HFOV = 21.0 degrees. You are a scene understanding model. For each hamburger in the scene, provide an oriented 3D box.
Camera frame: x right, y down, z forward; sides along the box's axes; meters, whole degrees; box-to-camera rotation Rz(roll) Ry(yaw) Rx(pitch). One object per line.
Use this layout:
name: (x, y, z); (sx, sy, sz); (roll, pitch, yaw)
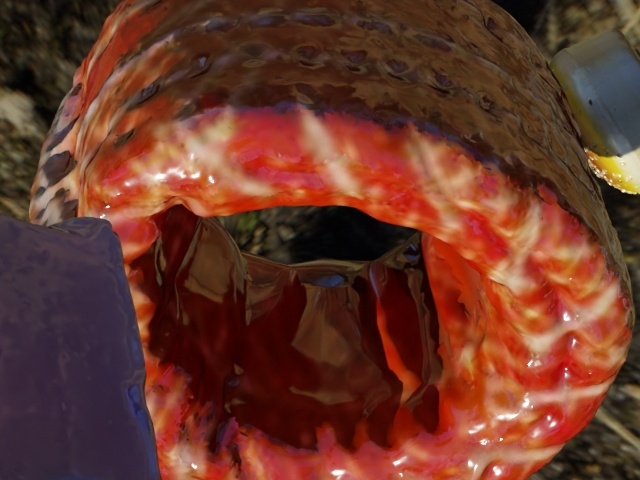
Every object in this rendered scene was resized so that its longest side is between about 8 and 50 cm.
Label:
hamburger: (0.218, -0.093, 1.285); (0.081, 0.141, 0.126); (-31, 105, 13)

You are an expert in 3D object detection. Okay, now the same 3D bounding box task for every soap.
soap: (-0.128, 0.091, 0.584); (0.065, 0.203, 0.122); (10, 48, -30)

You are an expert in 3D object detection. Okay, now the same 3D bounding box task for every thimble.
thimble: (0.000, 0.000, 1.045); (0.350, 0.230, 0.350); (-1, 129, -1)
